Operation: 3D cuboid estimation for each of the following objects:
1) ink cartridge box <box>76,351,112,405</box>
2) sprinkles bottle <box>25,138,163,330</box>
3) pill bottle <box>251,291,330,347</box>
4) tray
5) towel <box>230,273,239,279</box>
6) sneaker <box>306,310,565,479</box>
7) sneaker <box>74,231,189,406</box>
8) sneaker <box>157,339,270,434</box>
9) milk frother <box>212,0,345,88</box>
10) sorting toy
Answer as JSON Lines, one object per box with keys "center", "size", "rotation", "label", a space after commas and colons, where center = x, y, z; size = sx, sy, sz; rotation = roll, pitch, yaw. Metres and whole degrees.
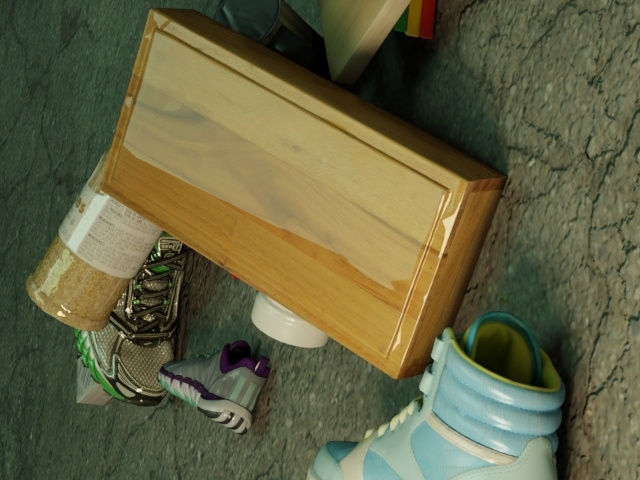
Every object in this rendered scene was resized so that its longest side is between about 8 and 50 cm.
{"center": [-0.300, 0.162, 2.438], "size": [0.207, 0.046, 0.097], "rotation": [139, 133, -55], "label": "ink cartridge box"}
{"center": [-0.235, -0.057, 2.108], "size": [0.355, 0.121, 0.121], "rotation": [-57, 30, 16], "label": "sprinkles bottle"}
{"center": [0.000, 0.000, 1.733], "size": [0.117, 0.118, 0.208], "rotation": [-125, 49, -58], "label": "pill bottle"}
{"center": [-0.032, -0.055, 1.630], "size": [0.411, 0.076, 0.202], "rotation": [31, 113, 32], "label": "tray"}
{"center": [-0.108, -0.092, 2.122], "size": [0.275, 0.031, 0.199], "rotation": [-126, 50, -59], "label": "towel"}
{"center": [0.103, 0.157, 1.437], "size": [0.319, 0.127, 0.208], "rotation": [8, 90, 57], "label": "sneaker"}
{"center": [-0.243, 0.051, 2.235], "size": [0.146, 0.134, 0.343], "rotation": [-28, 63, 51], "label": "sneaker"}
{"center": [-0.119, 0.161, 2.022], "size": [0.098, 0.083, 0.224], "rotation": [-60, 28, -5], "label": "sneaker"}
{"center": [-0.018, -0.233, 1.801], "size": [0.129, 0.135, 0.143], "rotation": [17, 78, 33], "label": "milk frother"}
{"center": [0.088, -0.325, 1.695], "size": [0.257, 0.089, 0.255], "rotation": [127, 145, -45], "label": "sorting toy"}
